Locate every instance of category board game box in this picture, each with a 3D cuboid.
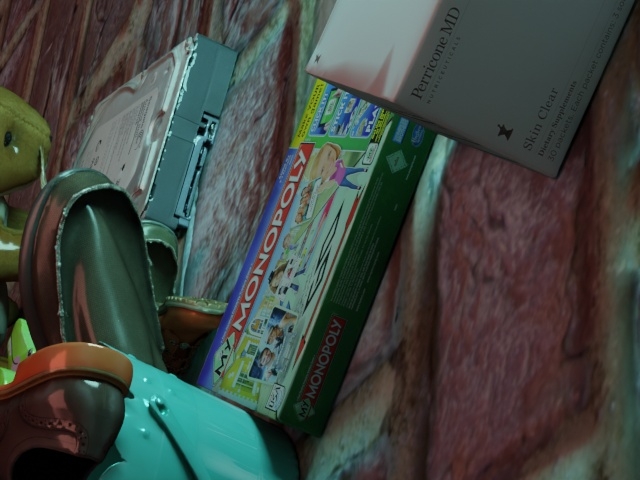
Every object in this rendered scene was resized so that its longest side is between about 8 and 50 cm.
[{"bbox_3d":[0.000,0.000,1.634,0.213,0.046,0.317,10,79,67],"label":"board game box"}]

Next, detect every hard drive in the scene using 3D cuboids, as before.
[{"bbox_3d":[-0.219,-0.087,2.209,0.339,0.064,0.237,-21,51,60],"label":"hard drive"}]

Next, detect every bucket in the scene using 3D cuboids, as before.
[{"bbox_3d":[-0.154,0.240,1.574,0.281,0.183,0.281,-50,27,38],"label":"bucket"}]

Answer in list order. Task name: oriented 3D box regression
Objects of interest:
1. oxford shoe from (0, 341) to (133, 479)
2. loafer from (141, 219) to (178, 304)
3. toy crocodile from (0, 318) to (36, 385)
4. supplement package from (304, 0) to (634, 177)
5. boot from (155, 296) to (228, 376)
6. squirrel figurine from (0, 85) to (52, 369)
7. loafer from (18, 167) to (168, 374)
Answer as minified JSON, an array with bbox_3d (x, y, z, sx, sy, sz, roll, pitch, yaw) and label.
[{"bbox_3d":[-0.240,0.168,1.474,0.271,0.097,0.098,-37,42,50],"label":"oxford shoe"},{"bbox_3d":[-0.203,0.102,1.966,0.087,0.094,0.251,44,119,61],"label":"loafer"},{"bbox_3d":[-0.304,0.217,2.042,0.105,0.115,0.341,-48,31,33],"label":"toy crocodile"},{"bbox_3d":[0.129,-0.206,1.398,0.262,0.145,0.204,-67,21,3],"label":"supplement package"},{"bbox_3d":[-0.137,0.099,1.858,0.158,0.059,0.085,-21,63,61],"label":"boot"},{"bbox_3d":[-0.513,-0.029,2.352,0.281,0.396,0.371,-106,26,-67],"label":"squirrel figurine"},{"bbox_3d":[-0.193,0.110,1.800,0.130,0.133,0.366,-5,92,46],"label":"loafer"}]
